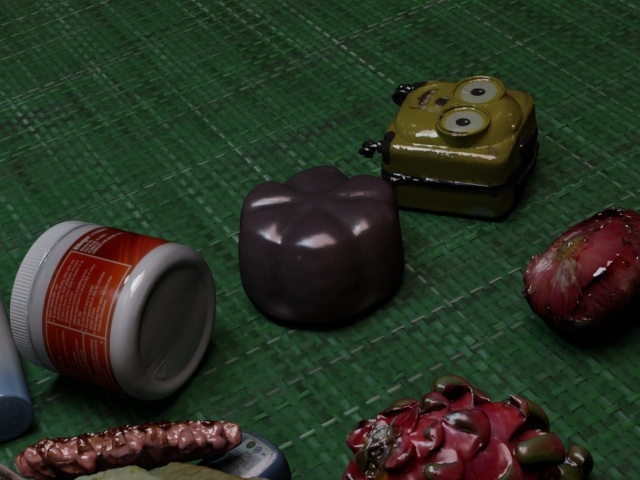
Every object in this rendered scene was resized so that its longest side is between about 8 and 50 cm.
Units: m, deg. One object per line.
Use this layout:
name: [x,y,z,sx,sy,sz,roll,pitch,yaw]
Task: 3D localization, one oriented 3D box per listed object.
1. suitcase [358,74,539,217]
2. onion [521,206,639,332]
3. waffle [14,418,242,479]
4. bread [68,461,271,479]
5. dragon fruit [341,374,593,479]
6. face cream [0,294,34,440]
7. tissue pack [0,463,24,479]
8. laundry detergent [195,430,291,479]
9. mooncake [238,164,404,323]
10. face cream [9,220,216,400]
suitcase: [0.195,-0.143,1.885,0.235,0.143,0.194,8,41,22]
onion: [0.350,0.051,1.619,0.184,0.147,0.184,-45,10,10]
waffle: [-0.217,0.235,1.437,0.234,0.055,0.221,-14,-12,35]
bread: [-0.196,0.336,1.255,0.395,0.239,0.264,-8,6,-13]
dragon fruit: [0.157,0.234,1.366,0.273,0.198,0.218,-33,34,-28]
face cream: [-0.434,0.155,1.698,0.077,0.077,0.250,-20,38,-12]
tissue pack: [-0.456,0.281,1.431,0.271,0.201,0.124,12,67,26]
laundry detergent: [-0.135,0.297,1.460,0.206,0.061,0.097,-33,41,-27]
mooncake: [0.000,0.000,1.764,0.245,0.133,0.245,-5,31,3]
face cream: [-0.258,0.087,1.644,0.187,0.201,0.201,12,43,27]
